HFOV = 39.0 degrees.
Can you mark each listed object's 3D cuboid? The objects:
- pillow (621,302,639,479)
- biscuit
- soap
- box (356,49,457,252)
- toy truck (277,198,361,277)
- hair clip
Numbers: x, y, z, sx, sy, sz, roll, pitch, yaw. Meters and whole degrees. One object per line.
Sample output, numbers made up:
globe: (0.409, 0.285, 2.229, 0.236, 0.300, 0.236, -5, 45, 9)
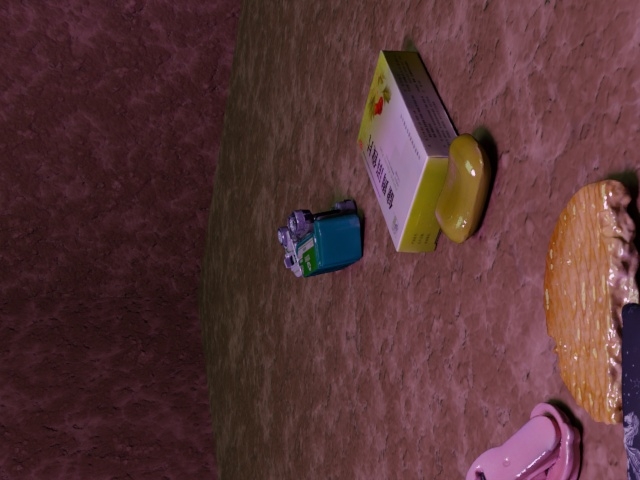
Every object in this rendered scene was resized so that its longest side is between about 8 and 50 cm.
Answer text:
pillow: (0.291, 0.151, 0.716, 0.141, 0.055, 0.208, 165, 104, -68)
biscuit: (0.260, 0.059, 0.872, 0.144, 0.033, 0.224, 160, 109, -76)
soap: (0.180, -0.065, 1.138, 0.089, 0.045, 0.140, -107, 21, -54)
box: (0.125, -0.133, 1.312, 0.260, 0.062, 0.175, -107, 23, -44)
toy truck: (0.000, 0.000, 1.684, 0.253, 0.114, 0.124, 139, 118, -70)
hair clip: (0.237, 0.246, 0.965, 0.138, 0.102, 0.123, -49, 32, 16)
